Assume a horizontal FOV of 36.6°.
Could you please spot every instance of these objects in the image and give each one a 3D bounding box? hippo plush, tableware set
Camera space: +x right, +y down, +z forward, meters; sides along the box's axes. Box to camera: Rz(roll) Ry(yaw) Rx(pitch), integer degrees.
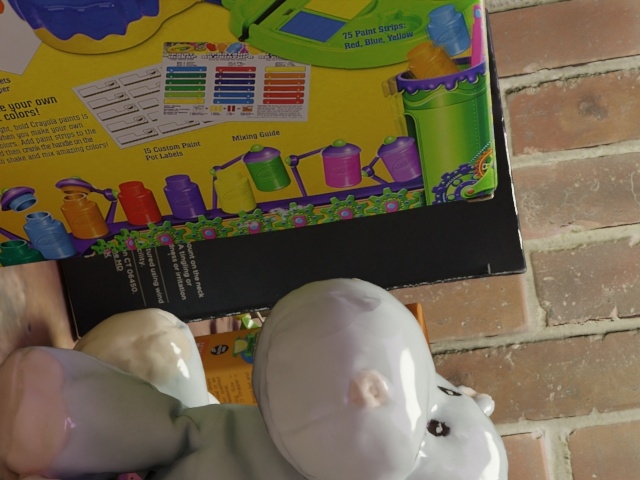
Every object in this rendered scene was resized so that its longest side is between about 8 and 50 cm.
[{"bbox_3d":[-0.022,0.152,0.528,0.294,0.237,0.234,61,26,-19],"label":"hippo plush"},{"bbox_3d":[-0.049,0.103,1.110,0.154,0.024,0.104,34,14,-44],"label":"tableware set"}]

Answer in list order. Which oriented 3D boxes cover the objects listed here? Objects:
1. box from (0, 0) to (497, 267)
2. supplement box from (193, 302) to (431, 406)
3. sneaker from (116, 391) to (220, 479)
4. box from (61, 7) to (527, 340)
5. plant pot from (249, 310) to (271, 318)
[{"bbox_3d":[-0.078,-0.155,0.460,0.279,0.290,0.177,76,9,-46],"label":"box"},{"bbox_3d":[-0.013,0.123,0.911,0.078,0.233,0.080,-82,159,-66],"label":"supplement box"},{"bbox_3d":[-0.097,0.223,0.734,0.104,0.095,0.236,-78,155,-53],"label":"sneaker"},{"bbox_3d":[-0.015,-0.065,0.794,0.343,0.313,0.178,-63,144,-79],"label":"box"},{"bbox_3d":[0.030,-0.071,1.236,0.323,0.280,0.323,-5,90,-86],"label":"plant pot"}]
